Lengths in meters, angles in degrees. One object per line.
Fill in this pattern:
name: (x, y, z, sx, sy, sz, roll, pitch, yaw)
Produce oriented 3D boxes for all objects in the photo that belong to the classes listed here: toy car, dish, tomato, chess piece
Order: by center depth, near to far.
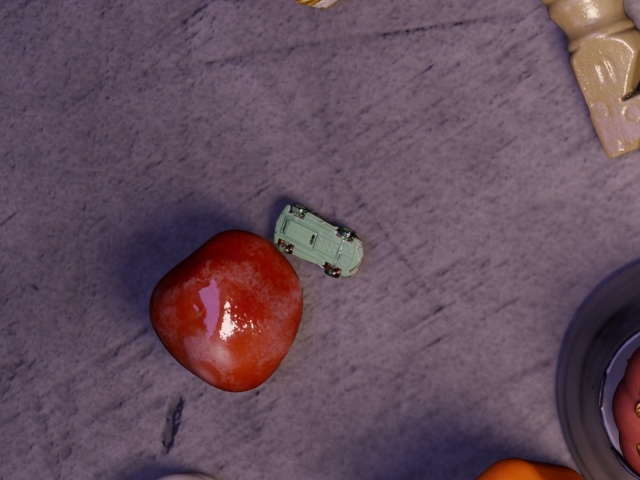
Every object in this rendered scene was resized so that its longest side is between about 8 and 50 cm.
dish: (0.375, 0.163, 1.662, 0.316, 0.106, 0.316, -2, 85, 26)
chess piece: (0.306, -0.193, 1.745, 0.090, 0.090, 0.200, -22, 88, 24)
tomato: (-0.104, 0.082, 1.889, 0.187, 0.151, 0.187, -2, 85, 21)
toy car: (0.000, 0.000, 1.903, 0.122, 0.035, 0.059, 26, 104, 23)

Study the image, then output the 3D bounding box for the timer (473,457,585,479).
timer: (0.239, 0.353, 1.639, 0.161, 0.257, 0.250, -44, 67, 10)

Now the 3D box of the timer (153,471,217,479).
timer: (-0.171, 0.418, 1.932, 0.237, 0.087, 0.262, -35, 72, 21)

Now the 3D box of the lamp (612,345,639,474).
lamp: (0.365, 0.162, 1.541, 0.182, 0.140, 0.182, 9, 106, 33)

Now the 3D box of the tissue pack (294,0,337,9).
tissue pack: (0.044, -0.395, 1.879, 0.226, 0.092, 0.183, -30, 75, 25)
